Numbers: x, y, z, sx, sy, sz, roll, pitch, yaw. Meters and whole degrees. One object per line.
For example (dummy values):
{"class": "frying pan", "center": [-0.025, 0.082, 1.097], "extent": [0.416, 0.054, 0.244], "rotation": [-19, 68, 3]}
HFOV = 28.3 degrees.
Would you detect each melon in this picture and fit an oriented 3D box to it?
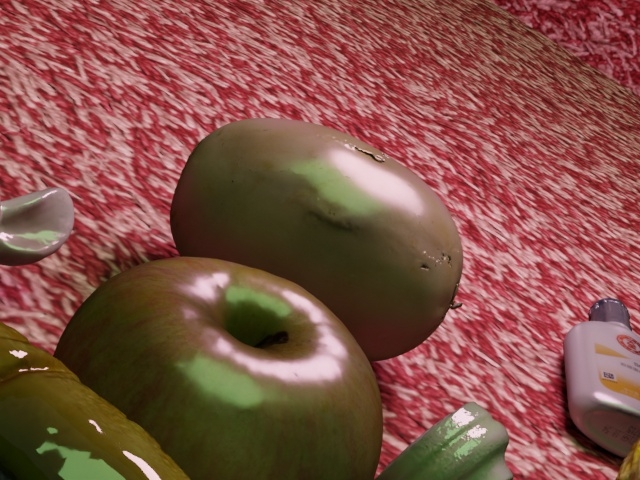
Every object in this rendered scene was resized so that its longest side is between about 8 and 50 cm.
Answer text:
{"class": "melon", "center": [0.000, 0.000, 1.301], "extent": [0.317, 0.223, 0.223], "rotation": [24, 25, -4]}

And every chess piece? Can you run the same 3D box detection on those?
{"class": "chess piece", "center": [0.172, 0.281, 1.090], "extent": [0.272, 0.139, 0.139], "rotation": [49, 31, 16]}

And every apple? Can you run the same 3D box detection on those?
{"class": "apple", "center": [-0.086, 0.144, 0.938], "extent": [0.257, 0.234, 0.257], "rotation": [21, 29, -12]}

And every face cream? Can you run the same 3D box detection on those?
{"class": "face cream", "center": [0.362, 0.159, 1.539], "extent": [0.144, 0.071, 0.291], "rotation": [27, 25, -3]}

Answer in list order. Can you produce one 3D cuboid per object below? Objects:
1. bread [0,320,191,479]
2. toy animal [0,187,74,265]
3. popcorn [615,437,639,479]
{"class": "bread", "center": [-0.191, 0.183, 0.731], "extent": [0.376, 0.251, 0.208], "rotation": [34, 47, 14]}
{"class": "toy animal", "center": [-0.377, -0.031, 1.077], "extent": [0.208, 0.154, 0.325], "rotation": [30, 15, 24]}
{"class": "popcorn", "center": [0.393, 0.245, 1.277], "extent": [0.198, 0.212, 0.198], "rotation": [28, -8, 4]}
